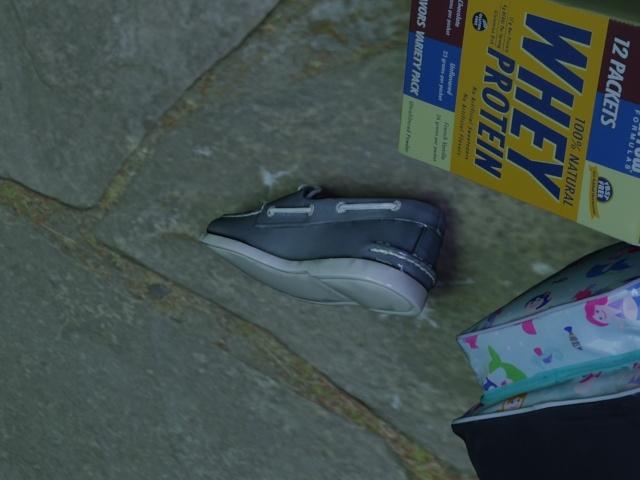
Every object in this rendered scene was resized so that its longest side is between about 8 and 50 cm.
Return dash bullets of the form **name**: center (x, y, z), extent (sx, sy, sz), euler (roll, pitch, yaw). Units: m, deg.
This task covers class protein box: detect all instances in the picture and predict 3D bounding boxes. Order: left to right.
- **protein box**: center (0.196, -0.114, 0.856), extent (0.200, 0.201, 0.136), euler (26, 123, 38)

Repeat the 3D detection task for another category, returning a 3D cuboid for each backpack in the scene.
- **backpack**: center (0.234, 0.092, 0.865), extent (0.225, 0.254, 0.191), euler (-23, 84, 52)

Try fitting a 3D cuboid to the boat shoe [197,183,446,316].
- **boat shoe**: center (0.000, 0.000, 1.219), extent (0.319, 0.116, 0.099), euler (8, 69, 52)
